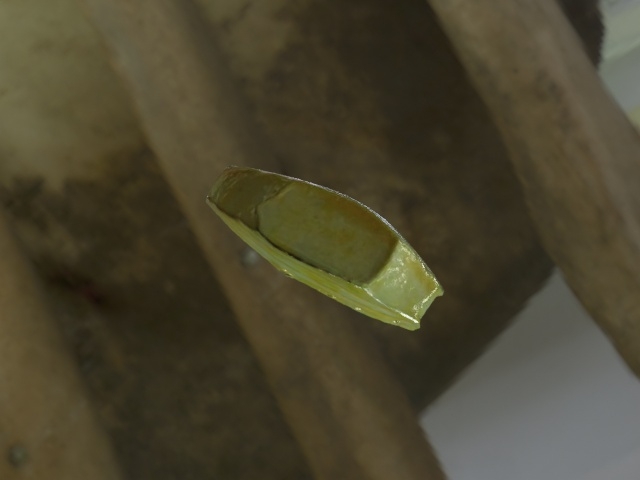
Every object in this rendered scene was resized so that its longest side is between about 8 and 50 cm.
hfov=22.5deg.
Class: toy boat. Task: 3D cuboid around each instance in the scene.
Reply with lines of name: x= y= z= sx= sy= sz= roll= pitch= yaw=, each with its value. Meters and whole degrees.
toy boat: x=0.000 y=0.000 z=1.046 sx=0.065 sy=0.172 sz=0.066 roll=-57 pitch=166 yaw=-11
